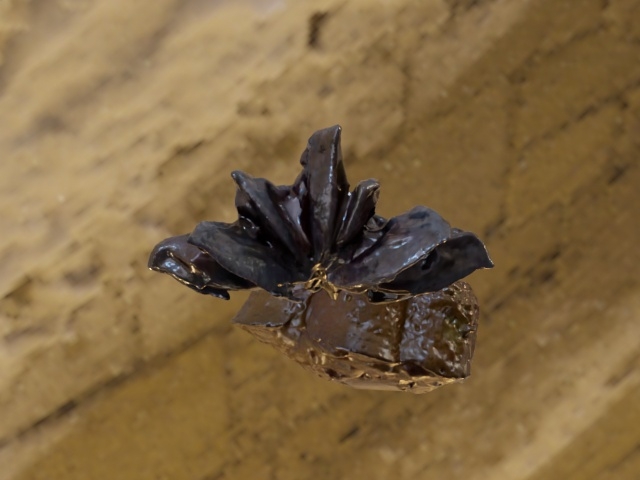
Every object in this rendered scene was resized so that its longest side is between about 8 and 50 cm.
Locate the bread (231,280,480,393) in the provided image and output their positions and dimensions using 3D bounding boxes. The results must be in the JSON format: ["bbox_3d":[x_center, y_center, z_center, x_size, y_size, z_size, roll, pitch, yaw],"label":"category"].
[{"bbox_3d":[0.053,0.083,1.792,0.247,0.232,0.135,22,85,-59],"label":"bread"}]

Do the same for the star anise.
[{"bbox_3d":[0.002,-0.001,1.475,0.283,0.129,0.212,6,162,4],"label":"star anise"}]
